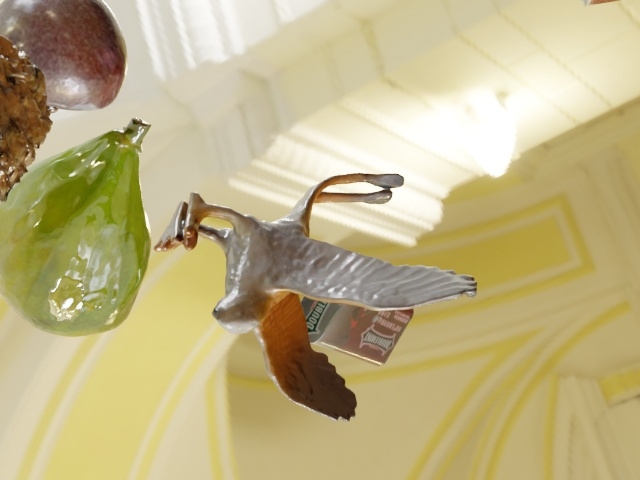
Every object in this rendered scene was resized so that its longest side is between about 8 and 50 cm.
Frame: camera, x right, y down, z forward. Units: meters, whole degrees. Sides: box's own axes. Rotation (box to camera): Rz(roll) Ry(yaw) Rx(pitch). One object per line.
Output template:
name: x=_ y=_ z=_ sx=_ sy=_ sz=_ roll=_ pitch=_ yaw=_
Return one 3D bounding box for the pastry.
pastry: x=-0.414 y=-0.122 z=1.178 sx=0.193 sy=0.275 sz=0.275 roll=71 pitch=-176 yaw=-67

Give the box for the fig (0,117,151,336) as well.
fig: x=-0.321 y=-0.030 z=1.546 sx=0.233 sy=0.233 sz=0.314 roll=-2 pitch=-70 yaw=-63

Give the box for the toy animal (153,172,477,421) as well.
toy animal: x=-0.020 y=-0.005 z=1.225 sx=0.302 sy=0.225 sz=0.284 roll=19 pitch=-138 yaw=-26

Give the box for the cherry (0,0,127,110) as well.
cherry: x=-0.320 y=-0.236 z=1.415 sx=0.176 sy=0.140 sz=0.176 roll=9 pitch=-139 yaw=-8

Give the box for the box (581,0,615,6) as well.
box: x=0.402 y=-0.570 z=1.537 sx=0.122 sy=0.385 sz=0.344 roll=-15 pitch=-113 yaw=-26

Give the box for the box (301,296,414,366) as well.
box: x=0.051 y=0.117 z=1.768 sx=0.069 sy=0.120 sz=0.224 roll=31 pitch=-179 yaw=32
